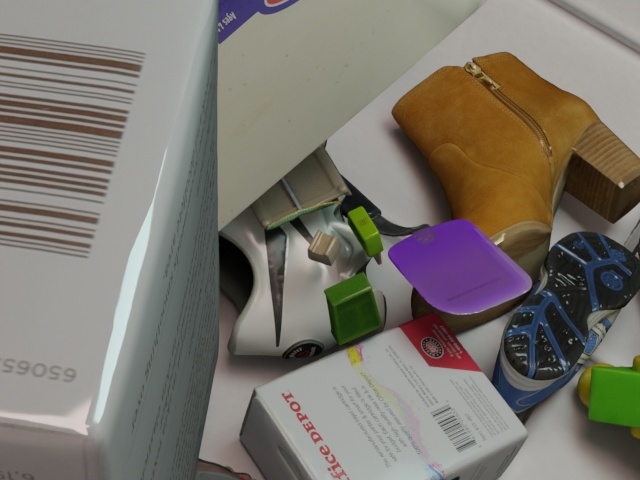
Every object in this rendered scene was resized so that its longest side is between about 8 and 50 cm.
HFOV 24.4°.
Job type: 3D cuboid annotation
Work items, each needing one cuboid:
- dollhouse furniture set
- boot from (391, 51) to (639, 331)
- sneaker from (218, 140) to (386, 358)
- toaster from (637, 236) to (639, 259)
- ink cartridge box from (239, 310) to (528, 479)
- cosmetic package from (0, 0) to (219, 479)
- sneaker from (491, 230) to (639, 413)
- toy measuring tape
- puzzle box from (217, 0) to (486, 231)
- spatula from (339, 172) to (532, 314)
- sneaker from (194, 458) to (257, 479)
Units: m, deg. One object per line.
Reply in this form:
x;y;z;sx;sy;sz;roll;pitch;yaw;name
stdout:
0.000;0.000;1.132;0.076;0.059;0.152;-25;57;-8;dollhouse furniture set
0.128;-0.053;1.301;0.295;0.104;0.211;-31;56;-30;boot
-0.069;-0.054;1.212;0.146;0.122;0.331;-11;60;-19;sneaker
0.388;0.044;1.267;0.227;0.129;0.146;9;54;-12;toaster
0.045;0.146;1.117;0.175;0.072;0.127;-21;61;-29;ink cartridge box
-0.239;0.065;0.862;0.327;0.394;0.329;7;50;2;cosmetic package
0.197;0.064;1.224;0.080;0.081;0.211;38;46;15;sneaker
0.345;0.130;1.123;0.330;0.121;0.121;4;34;44;toy measuring tape
-0.119;-0.143;1.065;0.272;0.409;0.052;48;11;-16;puzzle box
0.052;-0.016;1.207;0.084;0.030;0.296;-22;32;-24;spatula
-0.054;0.194;1.060;0.158;0.061;0.065;34;44;11;sneaker
